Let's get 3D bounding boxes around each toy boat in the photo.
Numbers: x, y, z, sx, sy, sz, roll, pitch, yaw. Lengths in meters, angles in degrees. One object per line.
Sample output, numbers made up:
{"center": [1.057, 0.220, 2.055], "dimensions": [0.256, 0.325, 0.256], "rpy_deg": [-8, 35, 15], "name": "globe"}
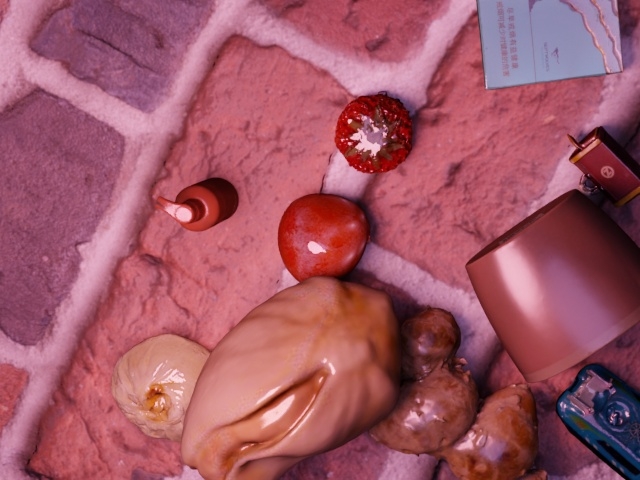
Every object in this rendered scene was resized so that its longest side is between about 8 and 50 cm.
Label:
{"center": [0.552, 0.343, 1.615], "dimensions": [0.299, 0.092, 0.134], "rpy_deg": [38, 84, 5], "name": "toy boat"}

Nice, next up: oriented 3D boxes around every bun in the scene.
{"center": [-0.275, 0.275, 1.700], "dimensions": [0.222, 0.127, 0.222], "rpy_deg": [0, 100, 2], "name": "bun"}

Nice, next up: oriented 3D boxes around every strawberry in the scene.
{"center": [0.094, -0.183, 1.612], "dimensions": [0.145, 0.086, 0.145], "rpy_deg": [1, 100, 8], "name": "strawberry"}

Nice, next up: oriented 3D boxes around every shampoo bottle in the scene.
{"center": [-0.202, -0.059, 1.583], "dimensions": [0.085, 0.244, 0.085], "rpy_deg": [1, 97, 8], "name": "shampoo bottle"}

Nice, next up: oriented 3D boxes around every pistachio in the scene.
{"center": [-0.047, 0.244, 1.543], "dimensions": [0.281, 0.365, 0.445], "rpy_deg": [44, 101, 1], "name": "pistachio"}

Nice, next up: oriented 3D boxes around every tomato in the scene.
{"center": [0.000, 0.000, 1.618], "dimensions": [0.167, 0.167, 0.167], "rpy_deg": [1, 98, 6], "name": "tomato"}

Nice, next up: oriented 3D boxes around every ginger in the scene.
{"center": [0.247, 0.309, 1.626], "dimensions": [0.375, 0.176, 0.256], "rpy_deg": [41, 85, -1], "name": "ginger"}

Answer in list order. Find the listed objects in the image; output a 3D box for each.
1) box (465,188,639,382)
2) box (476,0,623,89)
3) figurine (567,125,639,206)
{"center": [0.384, 0.062, 1.522], "dimensions": [0.301, 0.301, 0.216], "rpy_deg": [-36, 85, 10], "name": "box"}
{"center": [0.383, -0.346, 1.576], "dimensions": [0.229, 0.041, 0.162], "rpy_deg": [-7, 98, 8], "name": "box"}
{"center": [0.470, -0.124, 1.590], "dimensions": [0.154, 0.082, 0.098], "rpy_deg": [43, 120, -1], "name": "figurine"}
